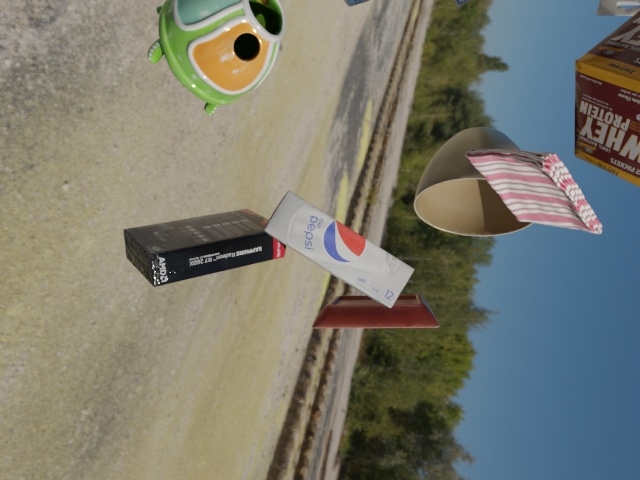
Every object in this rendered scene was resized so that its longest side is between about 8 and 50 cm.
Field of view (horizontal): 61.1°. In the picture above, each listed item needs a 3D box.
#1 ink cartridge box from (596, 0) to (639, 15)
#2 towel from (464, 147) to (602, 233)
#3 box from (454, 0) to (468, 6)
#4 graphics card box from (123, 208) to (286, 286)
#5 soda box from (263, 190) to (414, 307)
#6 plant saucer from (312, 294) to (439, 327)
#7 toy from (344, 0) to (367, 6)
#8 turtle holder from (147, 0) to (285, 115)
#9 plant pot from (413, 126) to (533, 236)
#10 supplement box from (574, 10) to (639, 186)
[{"bbox_3d":[0.553,-0.463,0.920,0.060,0.104,0.180,5,103,-47],"label":"ink cartridge box"},{"bbox_3d":[0.320,-0.071,0.817,0.197,0.144,0.029,39,78,-34],"label":"towel"},{"bbox_3d":[0.264,-0.597,0.999,0.290,0.169,0.087,35,43,-48],"label":"box"},{"bbox_3d":[-0.306,0.007,1.447,0.371,0.233,0.094,-12,114,-33],"label":"graphics card box"},{"bbox_3d":[0.032,0.018,1.054,0.091,0.286,0.098,-58,-175,-4],"label":"soda box"},{"bbox_3d":[0.126,0.154,1.214,0.259,0.259,0.047,6,83,-82],"label":"plant saucer"},{"bbox_3d":[0.087,-0.686,1.351,0.056,0.137,0.237,81,-13,-56],"label":"toy"},{"bbox_3d":[-0.182,-0.439,1.130,0.243,0.228,0.320,55,37,-21],"label":"turtle holder"},{"bbox_3d":[0.374,-0.154,1.290,0.284,0.284,0.190,81,19,-65],"label":"plant pot"},{"bbox_3d":[0.491,-0.219,0.790,0.194,0.129,0.191,-38,137,-9],"label":"supplement box"}]
